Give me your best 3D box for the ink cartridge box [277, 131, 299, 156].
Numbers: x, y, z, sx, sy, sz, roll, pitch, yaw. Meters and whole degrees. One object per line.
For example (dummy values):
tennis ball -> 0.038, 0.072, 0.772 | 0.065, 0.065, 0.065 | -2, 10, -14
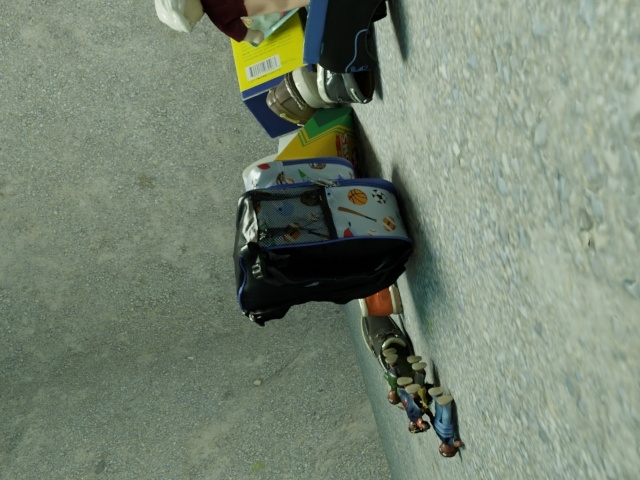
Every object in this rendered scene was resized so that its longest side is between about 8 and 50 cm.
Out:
ink cartridge box -> -0.003, -0.067, 1.282 | 0.275, 0.060, 0.239 | 41, -136, -47

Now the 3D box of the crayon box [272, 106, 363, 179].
crayon box -> 0.002, -0.108, 1.112 | 0.318, 0.081, 0.202 | -61, -34, -52

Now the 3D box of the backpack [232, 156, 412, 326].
backpack -> 0.000, 0.000, 0.885 | 0.276, 0.263, 0.213 | 113, 155, -66

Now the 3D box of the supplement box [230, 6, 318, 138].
supplement box -> -0.110, -0.492, 1.531 | 0.194, 0.195, 0.356 | 47, -154, -63

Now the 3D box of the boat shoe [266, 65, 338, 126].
boat shoe -> -0.030, -0.311, 1.303 | 0.116, 0.097, 0.324 | 63, -165, 0

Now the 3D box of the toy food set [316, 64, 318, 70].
toy food set -> 0.003, -0.445, 1.327 | 0.192, 0.038, 0.132 | -127, 25, -86

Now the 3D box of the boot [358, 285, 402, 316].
boot -> 0.101, 0.072, 1.117 | 0.059, 0.085, 0.158 | 77, -178, -72

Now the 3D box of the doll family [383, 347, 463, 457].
doll family -> 0.152, 0.249, 0.873 | 0.193, 0.076, 0.111 | -114, 16, -68

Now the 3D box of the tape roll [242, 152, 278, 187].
tape roll -> -0.067, -0.170, 1.597 | 0.286, 0.286, 0.100 | -106, 3, -66

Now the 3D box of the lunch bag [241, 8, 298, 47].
lunch bag -> -0.131, -0.633, 1.352 | 0.160, 0.262, 0.223 | 17, -132, -45

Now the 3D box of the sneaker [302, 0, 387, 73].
sneaker -> 0.039, -0.306, 0.647 | 0.081, 0.090, 0.232 | -104, 23, -78

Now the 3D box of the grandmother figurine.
grandmother figurine -> -0.156, -0.484, 1.142 | 0.104, 0.342, 0.208 | -104, 3, -48

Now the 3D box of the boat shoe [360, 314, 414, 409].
boat shoe -> 0.137, 0.205, 1.085 | 0.073, 0.080, 0.223 | 88, 166, -50

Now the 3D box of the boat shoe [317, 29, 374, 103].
boat shoe -> 0.041, -0.309, 0.813 | 0.079, 0.084, 0.233 | 21, 125, 41
